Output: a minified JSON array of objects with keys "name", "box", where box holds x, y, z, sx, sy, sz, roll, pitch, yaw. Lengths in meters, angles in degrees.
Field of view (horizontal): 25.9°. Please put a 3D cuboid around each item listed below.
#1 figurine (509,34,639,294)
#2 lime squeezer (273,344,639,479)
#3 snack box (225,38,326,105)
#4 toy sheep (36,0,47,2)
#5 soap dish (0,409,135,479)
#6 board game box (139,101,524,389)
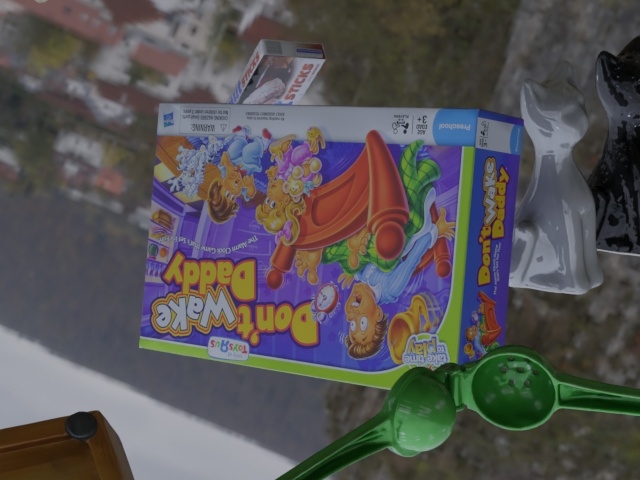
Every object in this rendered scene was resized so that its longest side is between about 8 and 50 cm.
[{"name":"figurine","box":[0.252,-0.075,1.320,0.092,0.209,0.215,13,-156,40]},{"name":"lime squeezer","box":[0.093,0.115,0.850,0.310,0.059,0.110,-9,-141,-11]},{"name":"snack box","box":[-0.057,-0.137,1.373,0.064,0.022,0.178,0,152,-24]},{"name":"toy sheep","box":[-0.116,-0.129,0.484,0.091,0.091,0.132,23,-172,-17]},{"name":"soap dish","box":[-0.246,0.241,0.954,0.291,0.118,0.229,-10,-131,-20]},{"name":"board game box","box":[0.000,0.000,1.227,0.347,0.233,0.078,5,-179,37]}]
